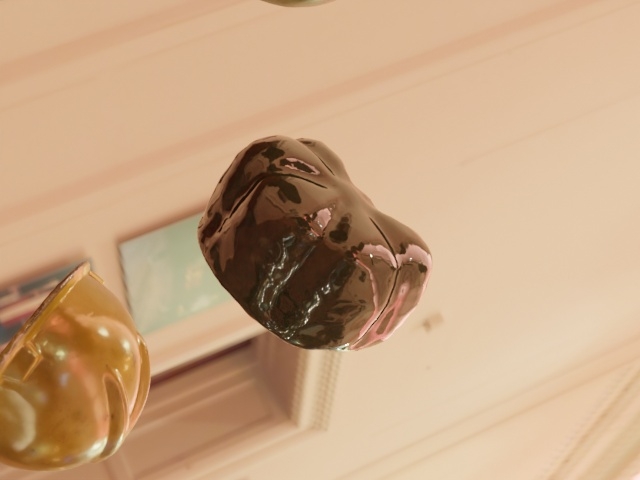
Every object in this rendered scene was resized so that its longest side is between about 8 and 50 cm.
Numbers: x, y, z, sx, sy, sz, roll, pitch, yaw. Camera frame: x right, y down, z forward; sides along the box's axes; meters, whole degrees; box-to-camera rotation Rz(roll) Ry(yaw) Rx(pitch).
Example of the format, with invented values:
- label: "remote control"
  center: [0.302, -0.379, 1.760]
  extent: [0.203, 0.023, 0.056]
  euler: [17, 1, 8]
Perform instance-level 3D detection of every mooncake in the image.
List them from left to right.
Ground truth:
- label: "mooncake"
  center: [0.000, 0.000, 0.865]
  extent: [0.175, 0.104, 0.168]
  euler: [31, 23, -9]

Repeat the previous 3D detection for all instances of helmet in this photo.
- label: "helmet"
  center: [-0.244, 0.150, 1.111]
  extent: [0.140, 0.205, 0.257]
  euler: [35, -57, -2]

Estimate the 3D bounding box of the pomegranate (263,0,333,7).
- label: "pomegranate"
  center: [-0.036, -0.242, 0.786]
  extent: [0.159, 0.205, 0.159]
  euler: [1, 90, -86]
